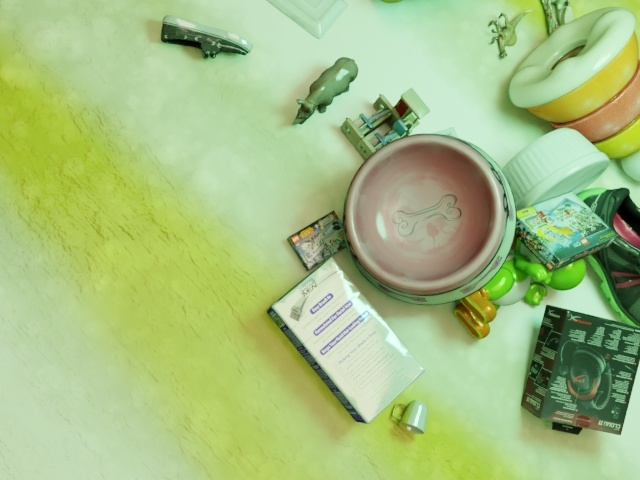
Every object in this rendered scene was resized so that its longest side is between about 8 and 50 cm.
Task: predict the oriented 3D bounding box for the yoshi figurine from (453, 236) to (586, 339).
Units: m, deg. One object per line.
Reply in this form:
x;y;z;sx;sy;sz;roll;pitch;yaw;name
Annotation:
0.512;0.102;1.603;0.362;0.203;0.203;-37;113;-16;yoshi figurine

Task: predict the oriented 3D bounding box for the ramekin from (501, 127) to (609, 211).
0.573;-0.167;1.650;0.272;0.273;0.127;-24;69;-17;ramekin

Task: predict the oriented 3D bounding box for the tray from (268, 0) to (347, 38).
-0.067;-0.670;1.744;0.270;0.030;0.145;37;70;-2;tray

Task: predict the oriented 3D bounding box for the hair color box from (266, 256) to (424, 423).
0.055;0.230;1.507;0.185;0.110;0.339;-38;89;-17;hair color box

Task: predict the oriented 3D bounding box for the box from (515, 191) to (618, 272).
0.577;-0.025;1.565;0.233;0.044;0.159;-17;56;-32;box

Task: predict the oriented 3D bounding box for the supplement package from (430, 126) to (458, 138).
0.297;-0.136;1.638;0.139;0.134;0.244;-17;81;-16;supplement package

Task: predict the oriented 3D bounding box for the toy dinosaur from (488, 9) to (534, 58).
0.529;-0.599;1.861;0.092;0.053;0.183;33;78;-19;toy dinosaur

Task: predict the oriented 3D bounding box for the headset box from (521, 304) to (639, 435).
0.630;0.325;1.582;0.218;0.110;0.293;13;91;-9;headset box

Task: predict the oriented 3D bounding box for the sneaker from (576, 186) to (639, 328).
0.822;0.067;1.657;0.483;0.202;0.185;48;65;-6;sneaker

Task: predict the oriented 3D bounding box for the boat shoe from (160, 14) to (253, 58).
-0.286;-0.491;1.629;0.228;0.080;0.076;15;91;-12;boat shoe

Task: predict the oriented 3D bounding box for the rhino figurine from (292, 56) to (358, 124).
0.007;-0.372;1.645;0.073;0.106;0.243;43;71;1;rhino figurine

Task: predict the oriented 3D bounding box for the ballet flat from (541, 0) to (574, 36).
0.697;-0.668;1.893;0.091;0.077;0.241;-6;77;-13;ballet flat

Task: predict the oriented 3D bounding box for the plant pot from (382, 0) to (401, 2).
0.341;-0.817;1.734;0.352;0.366;0.367;-9;78;-27;plant pot

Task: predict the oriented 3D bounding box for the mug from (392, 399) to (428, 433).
0.215;0.405;1.525;0.078;0.062;0.064;30;64;-11;mug

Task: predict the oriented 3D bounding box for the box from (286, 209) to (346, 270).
0.000;0.000;1.592;0.137;0.027;0.094;-31;86;-18;box

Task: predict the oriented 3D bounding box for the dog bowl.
0.235;-0.056;1.480;0.407;0.150;0.408;-1;85;14;dog bowl

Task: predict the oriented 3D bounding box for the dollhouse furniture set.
0.154;-0.299;1.620;0.129;0.184;0.129;-37;86;-19;dollhouse furniture set

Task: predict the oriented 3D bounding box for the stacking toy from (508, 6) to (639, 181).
0.772;-0.341;1.758;0.480;0.350;0.351;45;70;-19;stacking toy
